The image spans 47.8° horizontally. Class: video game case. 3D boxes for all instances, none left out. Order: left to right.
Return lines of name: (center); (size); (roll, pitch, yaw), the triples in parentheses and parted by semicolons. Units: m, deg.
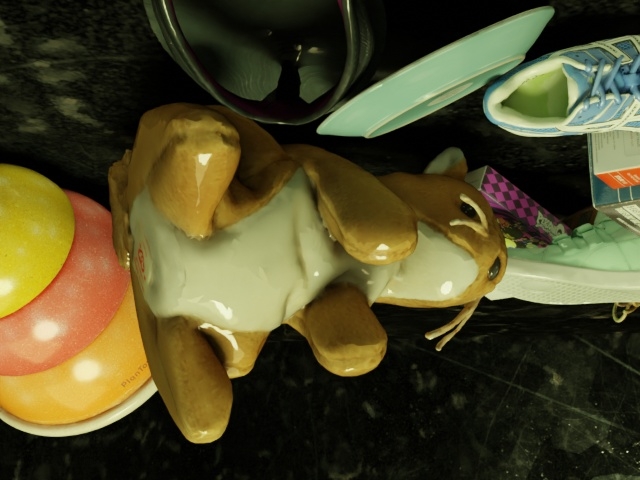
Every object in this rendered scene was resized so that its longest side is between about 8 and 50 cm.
video game case: (0.225, 0.001, 0.961); (0.232, 0.042, 0.210); (33, 155, -22)

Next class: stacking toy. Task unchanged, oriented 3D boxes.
stacking toy: (-0.391, 0.013, 0.915); (0.350, 0.351, 0.480); (-1, 147, 13)

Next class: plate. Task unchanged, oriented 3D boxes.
plate: (0.086, -0.113, 0.528); (0.188, 0.024, 0.188); (-26, 180, 0)

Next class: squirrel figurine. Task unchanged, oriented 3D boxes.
squirrel figurine: (-0.014, -0.014, 0.764); (0.370, 0.281, 0.397); (-8, -165, -26)

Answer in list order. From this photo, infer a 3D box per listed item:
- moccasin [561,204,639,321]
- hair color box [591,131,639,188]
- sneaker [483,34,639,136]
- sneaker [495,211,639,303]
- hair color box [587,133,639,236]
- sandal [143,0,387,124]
moccasin: (0.483, 0.048, 1.082); (0.380, 0.139, 0.147); (11, 165, -32)
hair color box: (0.309, -0.104, 0.581); (0.167, 0.093, 0.053); (-9, 164, 39)
sneaker: (0.224, -0.113, 0.545); (0.211, 0.080, 0.081); (-9, -172, 31)
sneaker: (0.309, -0.008, 0.843); (0.255, 0.151, 0.094); (1, 160, 6)
hair color box: (0.435, -0.083, 0.625); (0.347, 0.105, 0.174); (-11, 162, 40)
sandal: (-0.037, -0.150, 0.411); (0.167, 0.107, 0.446); (2, 167, 1)
